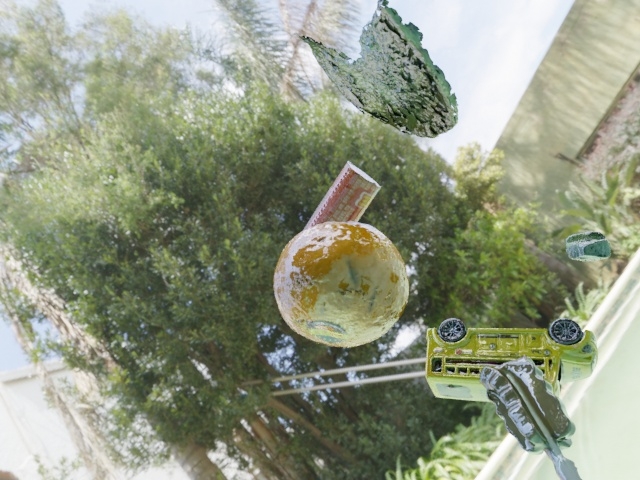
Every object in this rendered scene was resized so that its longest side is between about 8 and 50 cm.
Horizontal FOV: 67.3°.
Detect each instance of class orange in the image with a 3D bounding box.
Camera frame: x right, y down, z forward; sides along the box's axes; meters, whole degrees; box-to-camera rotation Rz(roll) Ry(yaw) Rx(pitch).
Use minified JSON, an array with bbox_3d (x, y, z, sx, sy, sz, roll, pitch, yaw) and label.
[{"bbox_3d":[0.022,0.040,0.479,0.136,0.135,0.118,83,-153,-57],"label":"orange"}]

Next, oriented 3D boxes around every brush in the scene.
[{"bbox_3d":[0.293,0.269,0.589,0.084,0.301,0.071,-13,-55,-3],"label":"brush"}]

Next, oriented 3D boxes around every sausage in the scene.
[{"bbox_3d":[0.000,0.000,0.821,0.274,0.074,0.074,-56,-26,12],"label":"sausage"}]

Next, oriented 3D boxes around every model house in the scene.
[{"bbox_3d":[0.589,0.012,1.043,0.078,0.066,0.083,-6,-2,4],"label":"model house"}]

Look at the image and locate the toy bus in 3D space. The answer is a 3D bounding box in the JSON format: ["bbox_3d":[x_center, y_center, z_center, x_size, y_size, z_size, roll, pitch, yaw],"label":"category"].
[{"bbox_3d":[0.395,0.261,1.007,0.145,0.331,0.151,60,-144,-42],"label":"toy bus"}]

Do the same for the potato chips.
[{"bbox_3d":[0.062,-0.195,0.564,0.029,0.220,0.202,-52,-44,-6],"label":"potato chips"}]
